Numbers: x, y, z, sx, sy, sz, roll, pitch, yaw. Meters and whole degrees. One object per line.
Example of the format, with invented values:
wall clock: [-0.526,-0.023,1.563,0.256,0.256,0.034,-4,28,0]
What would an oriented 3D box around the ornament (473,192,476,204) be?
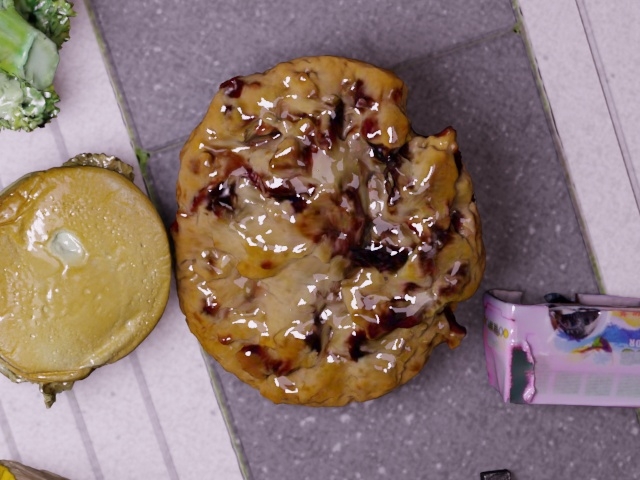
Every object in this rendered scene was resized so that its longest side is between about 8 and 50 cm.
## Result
ornament: [0.066,-0.037,1.809,0.156,0.075,0.081,12,112,-14]

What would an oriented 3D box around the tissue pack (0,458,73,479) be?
tissue pack: [-0.206,0.422,1.679,0.293,0.228,0.382,21,86,-21]

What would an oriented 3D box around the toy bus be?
toy bus: [0.295,0.106,1.871,0.274,0.090,0.112,3,98,-14]

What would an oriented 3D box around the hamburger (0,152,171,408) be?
hamburger: [-0.231,0.024,1.709,0.215,0.122,0.189,-47,109,-12]

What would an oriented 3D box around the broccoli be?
broccoli: [-0.288,-0.173,1.642,0.194,0.194,0.220,-34,131,-11]

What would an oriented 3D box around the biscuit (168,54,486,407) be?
biscuit: [0.004,0.000,1.735,0.289,0.081,0.334,-3,109,5]

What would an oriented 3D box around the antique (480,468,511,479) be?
antique: [0.178,0.323,1.888,0.031,0.015,0.192,-4,95,-16]
